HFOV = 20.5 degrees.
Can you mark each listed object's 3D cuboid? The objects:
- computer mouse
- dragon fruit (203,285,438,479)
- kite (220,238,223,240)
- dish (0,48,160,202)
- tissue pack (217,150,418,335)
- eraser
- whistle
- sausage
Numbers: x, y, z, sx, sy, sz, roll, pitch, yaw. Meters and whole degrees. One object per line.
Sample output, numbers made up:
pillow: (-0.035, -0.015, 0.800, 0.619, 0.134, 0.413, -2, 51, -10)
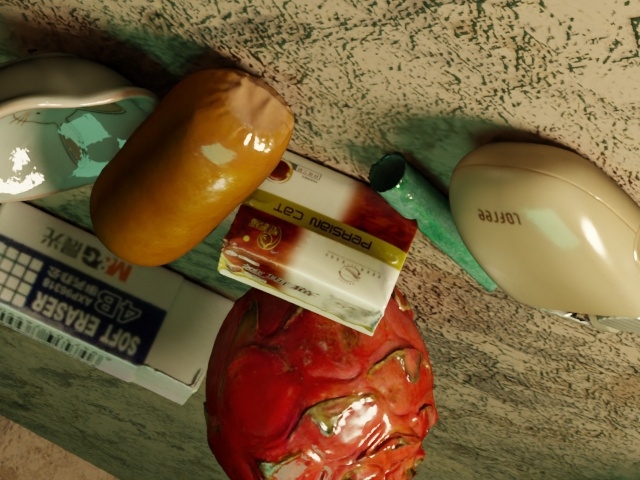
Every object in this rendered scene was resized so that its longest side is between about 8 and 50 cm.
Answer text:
computer mouse: (0.190, 0.009, 1.350, 0.145, 0.082, 0.236, 7, 155, 39)
dragon fruit: (0.001, 0.147, 1.699, 0.241, 0.252, 0.241, 0, 175, 0)
kite: (-0.036, 0.020, 1.777, 0.139, 0.011, 0.156, 16, 162, 12)
dish: (-0.240, -0.107, 1.490, 0.229, 0.081, 0.229, -15, 165, -4)
tissue pack: (0.000, -0.001, 1.514, 0.149, 0.106, 0.099, 22, 162, 1)
eraser: (-0.251, 0.068, 1.985, 0.287, 0.130, 0.086, 26, 158, -5)
whistle: (0.106, -0.011, 1.469, 0.039, 0.039, 0.186, 6, 156, 43)
sausage: (-0.110, -0.058, 1.455, 0.105, 0.105, 0.274, 28, 149, -15)
